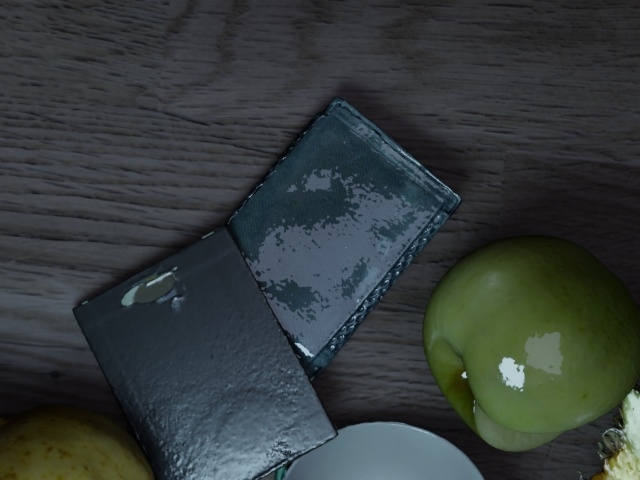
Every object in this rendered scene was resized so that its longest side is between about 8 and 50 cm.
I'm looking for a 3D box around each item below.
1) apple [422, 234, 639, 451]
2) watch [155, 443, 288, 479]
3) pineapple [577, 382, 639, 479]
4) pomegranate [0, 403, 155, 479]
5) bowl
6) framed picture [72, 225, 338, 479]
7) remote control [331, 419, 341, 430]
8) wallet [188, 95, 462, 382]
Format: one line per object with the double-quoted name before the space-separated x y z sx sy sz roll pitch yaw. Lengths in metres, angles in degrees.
"apple" 0.281 0.134 1.576 0.254 0.292 0.292 -31 92 -17
"watch" -0.137 0.365 1.632 0.195 0.068 0.237 35 86 -6
"pineapple" 0.508 0.306 1.645 0.344 0.209 0.286 -29 80 25
"pomegranate" -0.374 0.345 1.482 0.342 0.342 0.343 0 89 -6
"bowl" 0.081 0.396 1.584 0.286 0.144 0.287 1 47 -1
"framed picture" -0.157 0.176 1.602 0.244 0.013 0.324 -28 81 0
"remote control" -0.067 0.219 1.665 0.261 0.029 0.067 43 85 -6
"wallet" 0.000 0.000 1.654 0.237 0.075 0.342 39 87 2
